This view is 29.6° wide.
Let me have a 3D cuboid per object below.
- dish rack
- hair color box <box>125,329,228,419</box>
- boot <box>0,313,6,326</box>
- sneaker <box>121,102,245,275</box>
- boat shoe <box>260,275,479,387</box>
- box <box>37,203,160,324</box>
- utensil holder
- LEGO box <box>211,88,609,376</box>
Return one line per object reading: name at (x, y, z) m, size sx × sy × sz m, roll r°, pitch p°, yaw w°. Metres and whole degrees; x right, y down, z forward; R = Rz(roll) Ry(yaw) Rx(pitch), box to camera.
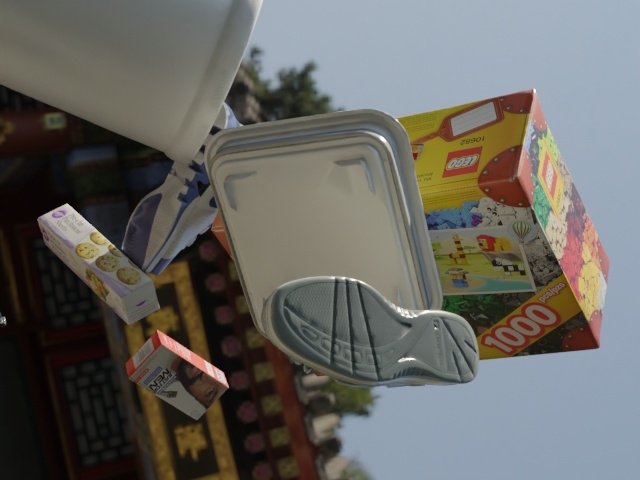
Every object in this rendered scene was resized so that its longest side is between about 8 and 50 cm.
dish rack at (0.000, 0.000, 1.619) m, size 0.285 × 0.072 × 0.333 m, roll -6°, pitch -62°, yaw 18°
hair color box at (-0.261, 0.247, 2.210) m, size 0.093 × 0.167 × 0.053 m, roll -47°, pitch -148°, yaw 11°
boot at (-0.720, 0.113, 2.195) m, size 0.263 × 0.229 × 0.091 m, roll 62°, pitch 12°, yaw -57°
sneaker at (-0.181, -0.066, 2.044) m, size 0.315 × 0.182 × 0.127 m, roll -58°, pitch -140°, yaw 9°
boat shoe at (0.050, 0.119, 1.407) m, size 0.103 × 0.320 × 0.118 m, roll -22°, pitch -115°, yaw 43°
box at (-0.384, 0.036, 2.075) m, size 0.324 × 0.067 × 0.063 m, roll 36°, pitch -35°, yaw 45°
utensil holder at (-0.313, -0.334, 1.776) m, size 0.328 × 0.385 × 0.328 m, roll -61°, pitch -165°, yaw 27°
LEGO box at (0.150, 0.007, 1.880) m, size 0.500 × 0.193 × 0.372 m, roll -10°, pitch -48°, yaw 30°
